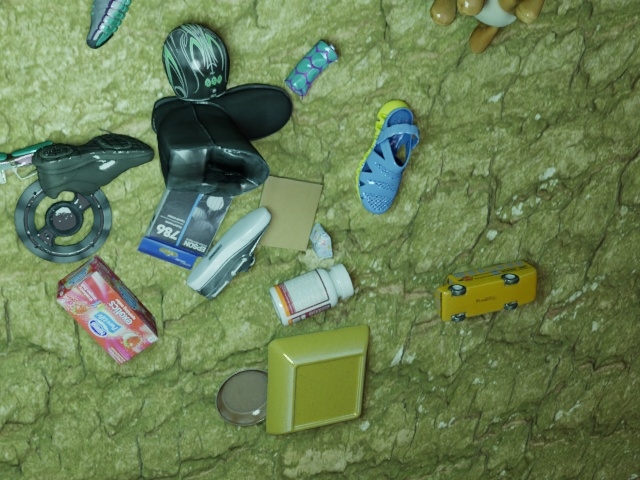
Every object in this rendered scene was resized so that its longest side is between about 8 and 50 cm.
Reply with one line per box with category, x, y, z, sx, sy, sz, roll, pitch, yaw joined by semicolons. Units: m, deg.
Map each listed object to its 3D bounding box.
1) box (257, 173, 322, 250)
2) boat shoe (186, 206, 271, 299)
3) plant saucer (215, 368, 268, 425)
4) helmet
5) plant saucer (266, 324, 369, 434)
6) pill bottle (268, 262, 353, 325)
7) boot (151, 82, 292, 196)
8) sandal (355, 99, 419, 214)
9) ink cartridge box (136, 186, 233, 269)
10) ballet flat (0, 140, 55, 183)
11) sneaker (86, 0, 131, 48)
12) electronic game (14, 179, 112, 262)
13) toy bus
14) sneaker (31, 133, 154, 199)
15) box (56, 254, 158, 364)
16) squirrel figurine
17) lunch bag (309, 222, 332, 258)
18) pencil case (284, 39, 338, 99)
box;-0.094;-0.074;1.920;0.164;0.021;0.201;8;108;-21
boat shoe;-0.226;0.041;1.877;0.301;0.108;0.102;-46;117;6
plant saucer;-0.219;0.463;2.086;0.199;0.036;0.198;-6;112;-16
helmet;-0.294;-0.427;1.639;0.169;0.169;0.161;-13;123;-13
plant saucer;0.007;0.440;2.104;0.333;0.081;0.332;-6;113;-23
pill bottle;-0.025;0.150;1.976;0.221;0.121;0.121;-21;116;-10
boot;-0.192;-0.240;1.584;0.367;0.445;0.146;-12;114;-13
sandal;0.187;-0.217;1.892;0.126;0.138;0.317;4;111;-22
ink cartridge box;-0.339;-0.078;1.818;0.165;0.065;0.332;21;104;-25
ballet flat;-0.732;-0.179;1.646;0.222;0.077;0.079;-14;118;-17
sneaker;-0.491;-0.551;1.585;0.098;0.083;0.223;33;94;-5
electronic game;-0.640;-0.054;1.735;0.229;0.048;0.229;-5;105;-20
toy bus;0.505;0.153;2.143;0.333;0.130;0.108;-10;114;-14
sneaker;-0.544;-0.178;1.682;0.286;0.109;0.130;-13;127;-26
box;-0.554;0.183;1.817;0.128;0.122;0.257;-35;117;-1
squirrel figurine;0.369;-0.725;1.714;0.370;0.281;0.397;24;88;-14
lunch bag;0.000;0.000;1.953;0.053;0.071;0.083;-10;116;-11
pencil case;-0.022;-0.439;1.774;0.070;0.064;0.151;42;95;-2
